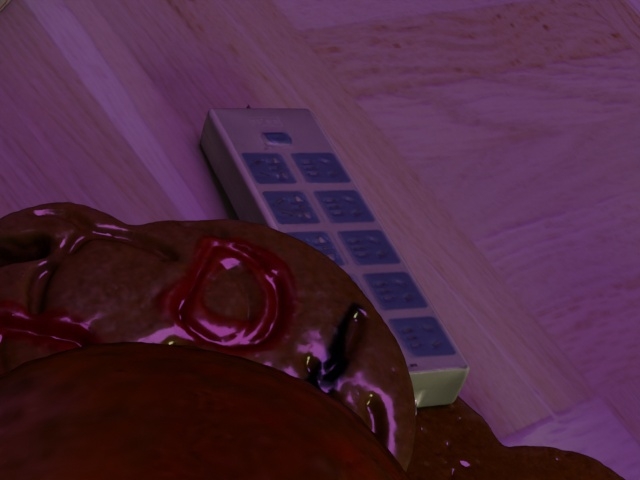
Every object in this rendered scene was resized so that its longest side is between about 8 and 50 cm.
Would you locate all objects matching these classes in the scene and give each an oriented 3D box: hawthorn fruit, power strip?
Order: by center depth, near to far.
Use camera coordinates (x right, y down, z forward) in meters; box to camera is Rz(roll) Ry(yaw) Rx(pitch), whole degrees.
[{"bbox_3d":[-0.126,0.240,0.688,0.402,0.403,0.403,20,40,-17],"label":"hawthorn fruit"},{"bbox_3d":[0.000,0.000,1.240,0.106,0.043,0.367,-2,41,-28],"label":"power strip"}]

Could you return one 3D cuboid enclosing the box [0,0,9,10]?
[{"bbox_3d":[-0.281,-0.267,1.232,0.095,0.210,0.330,29,38,-6],"label":"box"}]

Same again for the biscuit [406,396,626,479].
[{"bbox_3d":[0.048,0.253,1.030,0.283,0.064,0.432,28,38,10],"label":"biscuit"}]

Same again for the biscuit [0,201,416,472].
[{"bbox_3d":[-0.124,0.095,0.999,0.367,0.063,0.314,-18,63,-25],"label":"biscuit"}]
